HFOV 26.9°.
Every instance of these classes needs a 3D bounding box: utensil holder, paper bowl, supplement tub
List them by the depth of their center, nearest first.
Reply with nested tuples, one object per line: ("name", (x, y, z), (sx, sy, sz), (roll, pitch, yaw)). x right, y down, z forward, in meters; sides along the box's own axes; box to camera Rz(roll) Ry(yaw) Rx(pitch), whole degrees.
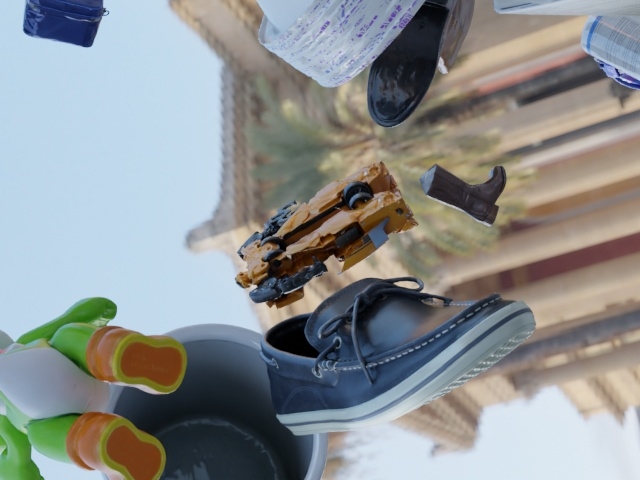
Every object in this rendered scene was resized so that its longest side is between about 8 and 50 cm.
("paper bowl", (0.029, -0.308, 1.352), (0.148, 0.284, 0.284), (31, -143, -17))
("supplement tub", (0.371, -0.234, 1.592), (0.107, 0.071, 0.071), (37, -179, 33))
("utensil holder", (-0.169, 0.345, 2.039), (0.385, 0.328, 0.327), (104, 161, -65))

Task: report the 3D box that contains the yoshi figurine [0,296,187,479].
("yoshi figurine", (-0.295, 0.170, 1.447), (0.203, 0.362, 0.203), (-36, -60, -46))

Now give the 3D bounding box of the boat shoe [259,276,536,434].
("boat shoe", (0.066, 0.126, 1.607), (0.187, 0.500, 0.156), (-26, -89, -30))

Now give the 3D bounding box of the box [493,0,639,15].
("box", (0.334, -0.302, 1.399), (0.311, 0.148, 0.121), (-6, -86, -39))

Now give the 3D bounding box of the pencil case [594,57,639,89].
("pencil case", (0.478, -0.368, 2.003), (0.119, 0.133, 0.306), (62, -149, -57))

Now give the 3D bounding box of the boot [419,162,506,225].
("boot", (0.193, -0.083, 1.821), (0.114, 0.037, 0.106), (25, -130, -11))

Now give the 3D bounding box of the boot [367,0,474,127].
("boot", (0.159, -0.291, 2.068), (0.280, 0.096, 0.264), (3, -81, -77))

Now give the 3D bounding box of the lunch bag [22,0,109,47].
("lunch bag", (-0.300, -0.276, 1.587), (0.067, 0.099, 0.065), (-100, 24, -50))

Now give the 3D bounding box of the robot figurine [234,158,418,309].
("robot figurine", (0.000, 0.000, 2.068), (0.085, 0.291, 0.211), (53, -172, -29))
